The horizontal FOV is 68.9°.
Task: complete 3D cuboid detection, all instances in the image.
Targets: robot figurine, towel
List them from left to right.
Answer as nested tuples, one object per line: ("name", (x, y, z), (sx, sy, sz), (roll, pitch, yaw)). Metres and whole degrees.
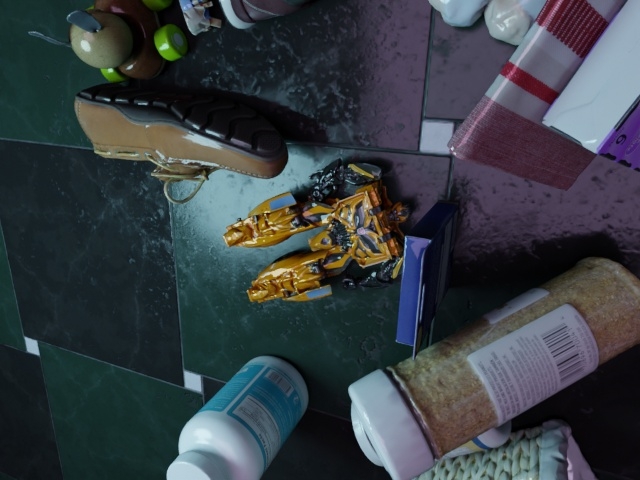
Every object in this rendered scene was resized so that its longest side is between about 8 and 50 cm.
("robot figurine", (0.000, 0.000, 0.722), (0.291, 0.085, 0.210), (-18, 100, 28))
("towel", (0.287, -0.204, 0.458), (0.037, 0.237, 0.328), (54, 125, 39))

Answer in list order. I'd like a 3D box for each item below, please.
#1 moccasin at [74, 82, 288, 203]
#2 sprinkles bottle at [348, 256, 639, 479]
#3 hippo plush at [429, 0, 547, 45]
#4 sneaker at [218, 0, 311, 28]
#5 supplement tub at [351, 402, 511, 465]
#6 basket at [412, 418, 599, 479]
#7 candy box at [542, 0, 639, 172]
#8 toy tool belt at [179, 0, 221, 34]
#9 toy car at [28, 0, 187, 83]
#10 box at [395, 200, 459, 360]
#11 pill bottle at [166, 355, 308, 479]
("moccasin", (-0.226, -0.151, 0.745), (0.381, 0.139, 0.146), (11, 125, 16))
("sprinkles bottle", (0.214, 0.147, 0.558), (0.356, 0.121, 0.121), (-26, 96, -7))
("hippo plush", (0.206, -0.317, 0.438), (0.295, 0.236, 0.234), (17, 113, 18))
("sneaker", (-0.069, -0.384, 0.551), (0.163, 0.281, 0.106), (-3, 72, 9))
("supplement tub", (0.161, 0.253, 0.702), (0.200, 0.144, 0.144), (-30, 93, 29))
("basket", (0.277, 0.494, 0.635), (0.267, 0.328, 0.331), (-28, 95, 33))
("candy box", (0.340, -0.154, 0.458), (0.070, 0.196, 0.164), (54, 126, 41))
("toy tool belt", (-0.186, -0.361, 0.710), (0.051, 0.052, 0.083), (-18, 104, -4))
("toy car", (-0.328, -0.320, 0.700), (0.155, 0.188, 0.148), (-10, 103, 26))
("box", (0.136, 0.039, 0.595), (0.037, 0.225, 0.136), (9, 110, 22))
("pill bottle", (-0.134, 0.319, 0.785), (0.146, 0.264, 0.146), (8, 110, 22))
